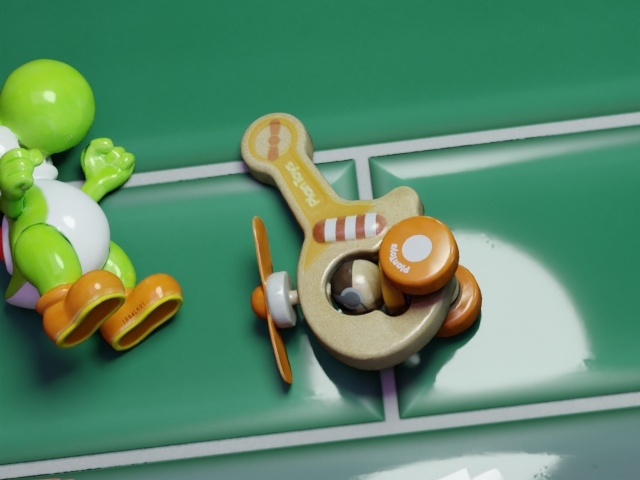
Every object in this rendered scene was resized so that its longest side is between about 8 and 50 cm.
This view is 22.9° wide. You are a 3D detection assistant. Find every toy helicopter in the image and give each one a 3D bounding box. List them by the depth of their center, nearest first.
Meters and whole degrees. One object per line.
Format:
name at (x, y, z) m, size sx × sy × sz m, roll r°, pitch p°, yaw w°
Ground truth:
toy helicopter at (0.000, 0.000, 1.748) m, size 0.235 × 0.140 × 0.355 m, roll -34°, pitch 57°, yaw 0°

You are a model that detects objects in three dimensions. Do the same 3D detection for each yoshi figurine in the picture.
yoshi figurine at (-0.286, -0.065, 1.757) m, size 0.203 × 0.203 × 0.362 m, roll -25°, pitch 64°, yaw -23°

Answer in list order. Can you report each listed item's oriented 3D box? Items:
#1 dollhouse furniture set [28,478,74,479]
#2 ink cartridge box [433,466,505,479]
dollhouse furniture set at (-0.174, 0.354, 1.604) m, size 0.374 × 0.152 × 0.201 m, roll 0°, pitch 65°, yaw -14°
ink cartridge box at (0.123, 0.304, 1.623) m, size 0.180 × 0.060 × 0.104 m, roll -23°, pitch 67°, yaw -5°
